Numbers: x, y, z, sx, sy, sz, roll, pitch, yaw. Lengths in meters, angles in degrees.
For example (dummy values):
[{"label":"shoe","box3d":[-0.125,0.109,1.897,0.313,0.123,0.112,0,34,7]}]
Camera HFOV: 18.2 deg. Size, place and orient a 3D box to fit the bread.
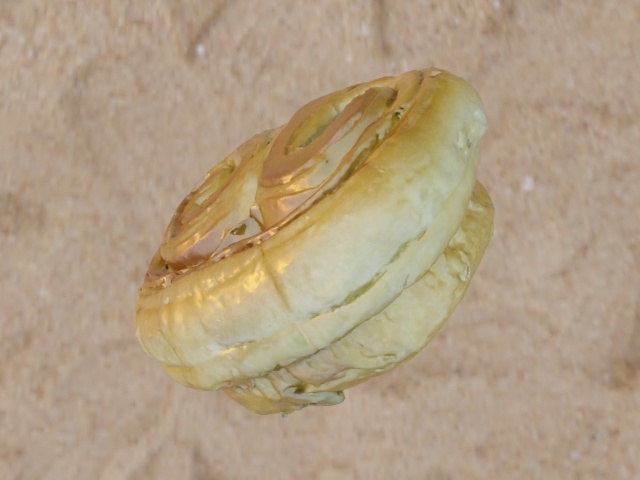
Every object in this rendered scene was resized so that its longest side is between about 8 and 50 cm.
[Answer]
[{"label":"bread","box3d":[-0.001,0.002,1.138,0.120,0.198,0.236,45,138,-19]}]
